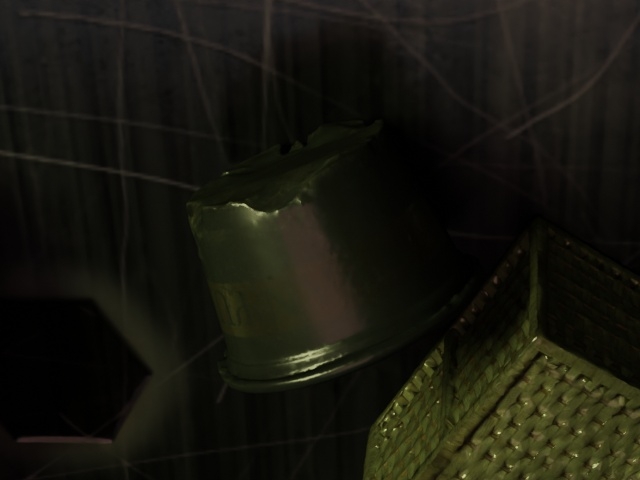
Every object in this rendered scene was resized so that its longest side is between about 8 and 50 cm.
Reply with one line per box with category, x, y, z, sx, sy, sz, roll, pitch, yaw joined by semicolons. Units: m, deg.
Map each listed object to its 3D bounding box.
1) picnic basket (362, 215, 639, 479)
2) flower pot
picnic basket;0.136;0.119;0.858;0.154;0.134;0.196;30;118;-9
flower pot;0.000;0.000;0.795;0.157;0.157;0.107;-17;105;14
